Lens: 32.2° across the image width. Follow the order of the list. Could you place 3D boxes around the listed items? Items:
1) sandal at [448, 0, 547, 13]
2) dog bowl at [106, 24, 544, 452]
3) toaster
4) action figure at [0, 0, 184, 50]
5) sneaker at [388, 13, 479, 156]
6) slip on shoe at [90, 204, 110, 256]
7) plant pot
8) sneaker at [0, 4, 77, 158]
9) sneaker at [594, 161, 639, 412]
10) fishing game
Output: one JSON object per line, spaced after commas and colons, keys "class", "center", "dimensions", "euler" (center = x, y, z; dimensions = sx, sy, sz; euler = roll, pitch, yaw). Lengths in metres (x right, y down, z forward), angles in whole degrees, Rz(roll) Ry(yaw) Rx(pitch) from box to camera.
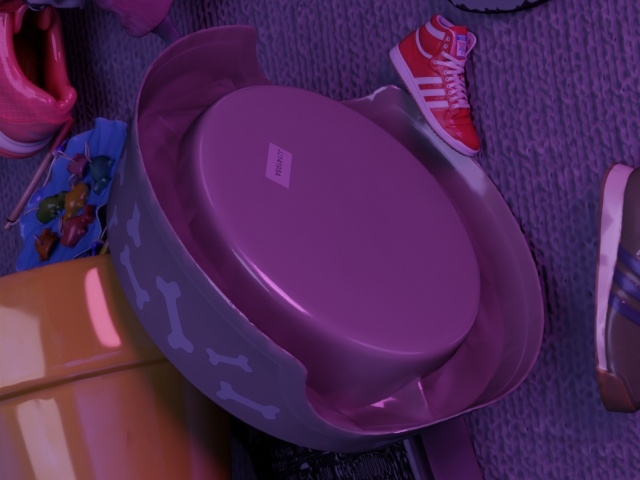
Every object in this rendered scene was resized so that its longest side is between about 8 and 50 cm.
{"class": "sandal", "center": [0.201, -0.247, 0.843], "dimensions": [0.254, 0.054, 0.097], "euler": [-16, 86, 30]}
{"class": "dog bowl", "center": [0.000, 0.000, 0.826], "dimensions": [0.349, 0.349, 0.102], "euler": [54, 128, 15]}
{"class": "toaster", "center": [0.040, 0.210, 0.941], "dimensions": [0.168, 0.110, 0.185], "euler": [-21, 84, 29]}
{"class": "action figure", "center": [-0.146, -0.288, 0.930], "dimensions": [0.370, 0.276, 0.248], "euler": [-29, 86, 15]}
{"class": "sneaker", "center": [0.110, -0.131, 0.912], "dimensions": [0.067, 0.042, 0.118], "euler": [-41, 72, 29]}
{"class": "slip on shoe", "center": [-0.181, 0.076, 1.065], "dimensions": [0.123, 0.101, 0.331], "euler": [-7, 78, 15]}
{"class": "plant pot", "center": [-0.170, 0.153, 0.865], "dimensions": [0.254, 0.254, 0.239], "euler": [-21, 78, 30]}
{"class": "sneaker", "center": [-0.309, -0.244, 1.090], "dimensions": [0.136, 0.116, 0.314], "euler": [-16, 94, 49]}
{"class": "sneaker", "center": [0.256, 0.037, 0.828], "dimensions": [0.086, 0.064, 0.192], "euler": [2, 92, 35]}
{"class": "fishing game", "center": [-0.242, -0.036, 1.034], "dimensions": [0.189, 0.041, 0.264], "euler": [-60, 33, 1]}
